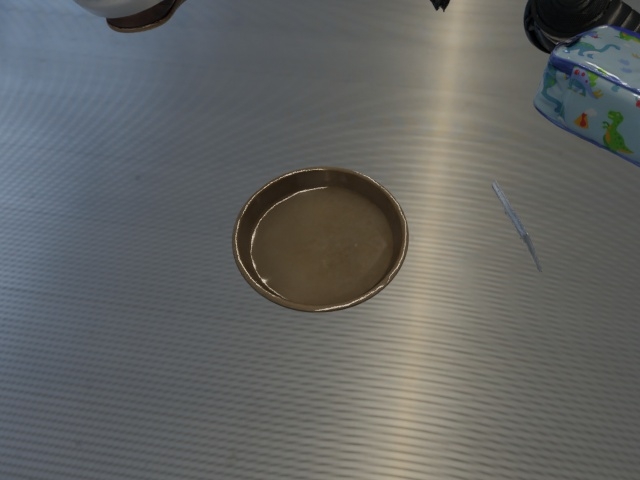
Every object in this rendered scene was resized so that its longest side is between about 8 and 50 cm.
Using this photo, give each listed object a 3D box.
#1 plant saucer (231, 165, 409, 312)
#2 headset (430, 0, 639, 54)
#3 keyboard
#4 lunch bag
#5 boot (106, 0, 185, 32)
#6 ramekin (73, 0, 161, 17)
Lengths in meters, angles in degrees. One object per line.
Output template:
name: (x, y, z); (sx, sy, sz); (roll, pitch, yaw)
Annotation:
plant saucer: (0.000, 0.000, 1.305); (0.277, 0.041, 0.278); (-2, 54, 3)
headset: (0.375, -0.341, 1.305); (0.394, 0.185, 0.243); (37, 10, 3)
keyboard: (0.328, -0.029, 1.388); (0.014, 0.072, 0.256); (-27, 20, 11)
lunch bag: (0.364, -0.159, 0.919); (0.219, 0.090, 0.176); (35, 43, 28)
boot: (-0.271, -0.459, 1.354); (0.248, 0.207, 0.090); (-27, 66, 0)
ramekin: (-0.200, -0.370, 0.824); (0.272, 0.127, 0.273); (-15, 62, 29)
